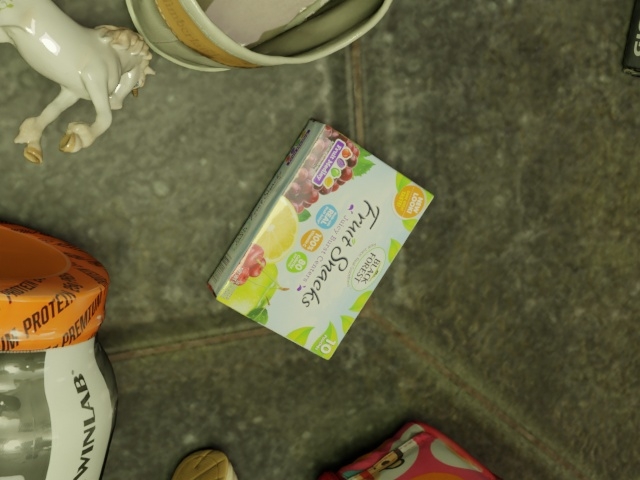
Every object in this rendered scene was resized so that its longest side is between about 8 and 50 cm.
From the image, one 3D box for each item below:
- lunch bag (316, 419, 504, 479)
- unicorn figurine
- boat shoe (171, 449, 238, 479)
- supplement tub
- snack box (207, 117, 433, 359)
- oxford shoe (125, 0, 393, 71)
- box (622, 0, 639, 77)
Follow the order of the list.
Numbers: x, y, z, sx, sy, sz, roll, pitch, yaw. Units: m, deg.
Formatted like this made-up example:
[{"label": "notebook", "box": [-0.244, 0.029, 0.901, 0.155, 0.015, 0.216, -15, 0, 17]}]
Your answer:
[{"label": "lunch bag", "box": [0.120, 0.287, 0.667, 0.120, 0.293, 0.258, -28, 111, -14]}, {"label": "unicorn figurine", "box": [-0.147, -0.099, 0.539, 0.162, 0.060, 0.111, 52, 45, -43]}, {"label": "boat shoe", "box": [-0.090, 0.231, 0.668, 0.059, 0.063, 0.170, 59, 40, -39]}, {"label": "supplement tub", "box": [-0.239, 0.162, 0.558, 0.207, 0.207, 0.337, 12, 101, -21]}, {"label": "snack box", "box": [0.000, 0.000, 0.684, 0.100, 0.037, 0.141, 31, 94, -24]}, {"label": "oxford shoe", "box": [0.067, -0.259, 0.556, 0.449, 0.130, 0.169, -44, 119, 5]}, {"label": "box", "box": [0.394, -0.252, 0.726, 0.294, 0.073, 0.295, 2, 104, -18]}]
